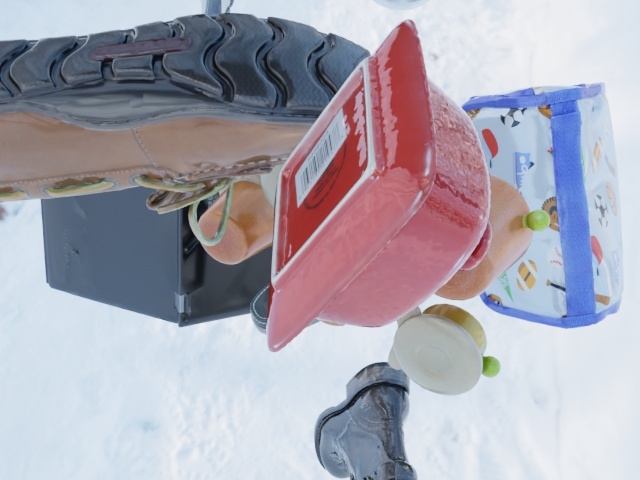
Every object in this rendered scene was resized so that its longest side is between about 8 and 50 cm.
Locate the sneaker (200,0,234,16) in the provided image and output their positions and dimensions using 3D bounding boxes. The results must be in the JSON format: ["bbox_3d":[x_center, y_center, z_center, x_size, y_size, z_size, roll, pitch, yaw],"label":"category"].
[{"bbox_3d":[-0.179,-0.422,1.086,0.122,0.110,0.282,-9,93,-16],"label":"sneaker"}]

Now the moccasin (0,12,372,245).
[{"bbox_3d":[-0.120,-0.084,0.655,0.380,0.147,0.139,-8,48,-3],"label":"moccasin"}]

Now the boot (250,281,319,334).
[{"bbox_3d":[0.000,-0.002,0.966,0.236,0.178,0.085,-31,52,-6],"label":"boot"}]

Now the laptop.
[{"bbox_3d":[-0.215,-0.086,1.327,0.408,0.381,0.236,-9,25,-29],"label":"laptop"}]

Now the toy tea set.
[{"bbox_3d":[0.045,-0.010,0.785,0.336,0.200,0.124,28,39,16],"label":"toy tea set"}]

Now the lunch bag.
[{"bbox_3d":[0.330,-0.069,1.231,0.239,0.327,0.385,-7,10,7],"label":"lunch bag"}]

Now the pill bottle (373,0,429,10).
[{"bbox_3d":[0.146,-0.538,1.383,0.210,0.363,0.210,0,84,2],"label":"pill bottle"}]

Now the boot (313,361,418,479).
[{"bbox_3d":[0.053,0.295,0.982,0.091,0.263,0.228,8,47,-11],"label":"boot"}]

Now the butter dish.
[{"bbox_3d":[0.048,-0.017,0.484,0.118,0.160,0.159,23,40,-22],"label":"butter dish"}]
